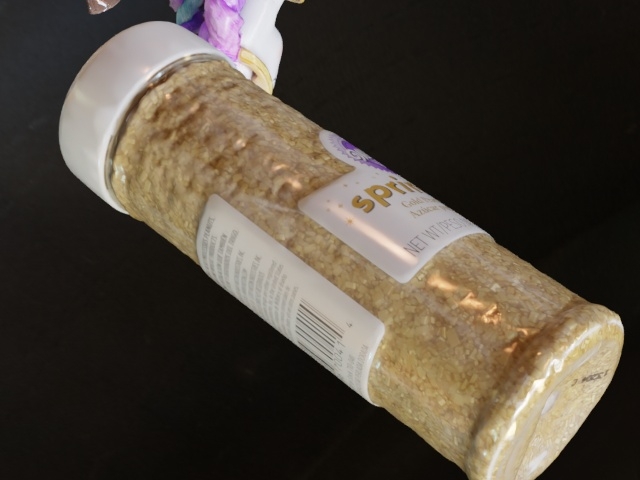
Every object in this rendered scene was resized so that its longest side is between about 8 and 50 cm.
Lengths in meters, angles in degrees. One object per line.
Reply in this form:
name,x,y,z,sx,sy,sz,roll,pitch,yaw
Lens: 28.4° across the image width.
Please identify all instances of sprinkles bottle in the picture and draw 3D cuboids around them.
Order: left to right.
sprinkles bottle,0.000,0.000,0.744,0.355,0.121,0.121,36,86,28

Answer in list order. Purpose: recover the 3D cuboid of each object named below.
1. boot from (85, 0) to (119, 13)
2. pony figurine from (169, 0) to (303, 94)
boot,-0.287,-0.428,1.596,0.090,0.207,0.248,-5,40,16
pony figurine,-0.031,-0.269,0.935,0.303,0.351,0.363,15,66,12
